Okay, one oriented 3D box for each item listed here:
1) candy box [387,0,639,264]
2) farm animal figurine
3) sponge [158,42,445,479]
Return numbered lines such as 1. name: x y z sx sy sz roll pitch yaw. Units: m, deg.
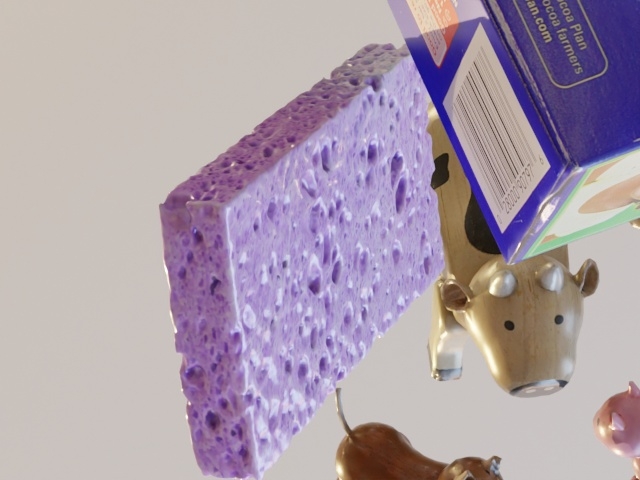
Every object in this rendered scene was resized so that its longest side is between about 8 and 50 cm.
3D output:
1. candy box: 0.174 -0.175 0.651 0.317 0.122 0.268 -20 -104 -11
2. farm animal figurine: 0.137 0.026 0.935 0.330 0.172 0.326 -20 -124 -13
3. sponge: 0.000 0.000 0.671 0.031 0.210 0.117 4 -66 23
